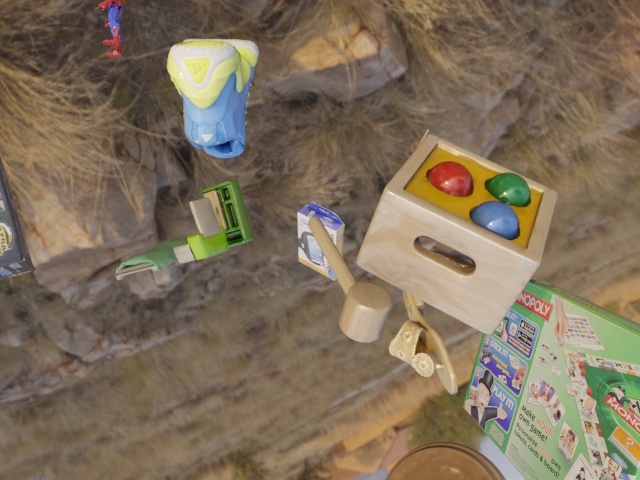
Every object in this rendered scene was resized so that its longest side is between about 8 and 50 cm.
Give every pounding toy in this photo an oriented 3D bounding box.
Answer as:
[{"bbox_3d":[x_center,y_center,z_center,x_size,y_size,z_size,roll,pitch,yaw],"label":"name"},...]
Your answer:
[{"bbox_3d":[0.081,-0.009,0.456,0.206,0.181,0.094,-48,162,-50],"label":"pounding toy"}]

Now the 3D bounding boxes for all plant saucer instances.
[{"bbox_3d":[0.232,0.522,1.076,0.277,0.278,0.041,-28,134,8],"label":"plant saucer"}]

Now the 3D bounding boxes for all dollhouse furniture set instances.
[{"bbox_3d":[-0.347,-0.024,1.342,0.301,0.151,0.197,-14,-174,31],"label":"dollhouse furniture set"}]

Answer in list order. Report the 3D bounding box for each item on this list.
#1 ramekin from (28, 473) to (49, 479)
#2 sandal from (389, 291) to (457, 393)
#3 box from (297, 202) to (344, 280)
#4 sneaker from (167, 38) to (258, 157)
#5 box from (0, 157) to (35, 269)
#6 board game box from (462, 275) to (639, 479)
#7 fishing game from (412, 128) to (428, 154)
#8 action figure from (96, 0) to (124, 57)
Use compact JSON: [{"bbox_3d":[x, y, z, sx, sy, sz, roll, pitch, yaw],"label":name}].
[{"bbox_3d":[-0.418,0.488,0.787,0.127,0.273,0.273,27,138,-10],"label":"ramekin"},{"bbox_3d":[0.148,0.165,0.913,0.079,0.240,0.088,-11,122,-1],"label":"sandal"},{"bbox_3d":[0.000,0.000,0.949,0.028,0.081,0.136,-45,149,-34],"label":"box"},{"bbox_3d":[-0.123,-0.167,0.650,0.091,0.126,0.240,2,-160,3],"label":"sneaker"},{"bbox_3d":[-0.581,-0.085,0.979,0.073,0.296,0.293,-17,180,-24],"label":"box"},{"bbox_3d":[0.273,0.171,0.644,0.046,0.214,0.317,12,-171,-12],"label":"board game box"},{"bbox_3d":[0.203,-0.141,1.419,0.189,0.041,0.264,-57,167,-44],"label":"fishing game"},{"bbox_3d":[-0.272,-0.296,0.733,0.030,0.115,0.038,0,157,-8],"label":"action figure"}]
